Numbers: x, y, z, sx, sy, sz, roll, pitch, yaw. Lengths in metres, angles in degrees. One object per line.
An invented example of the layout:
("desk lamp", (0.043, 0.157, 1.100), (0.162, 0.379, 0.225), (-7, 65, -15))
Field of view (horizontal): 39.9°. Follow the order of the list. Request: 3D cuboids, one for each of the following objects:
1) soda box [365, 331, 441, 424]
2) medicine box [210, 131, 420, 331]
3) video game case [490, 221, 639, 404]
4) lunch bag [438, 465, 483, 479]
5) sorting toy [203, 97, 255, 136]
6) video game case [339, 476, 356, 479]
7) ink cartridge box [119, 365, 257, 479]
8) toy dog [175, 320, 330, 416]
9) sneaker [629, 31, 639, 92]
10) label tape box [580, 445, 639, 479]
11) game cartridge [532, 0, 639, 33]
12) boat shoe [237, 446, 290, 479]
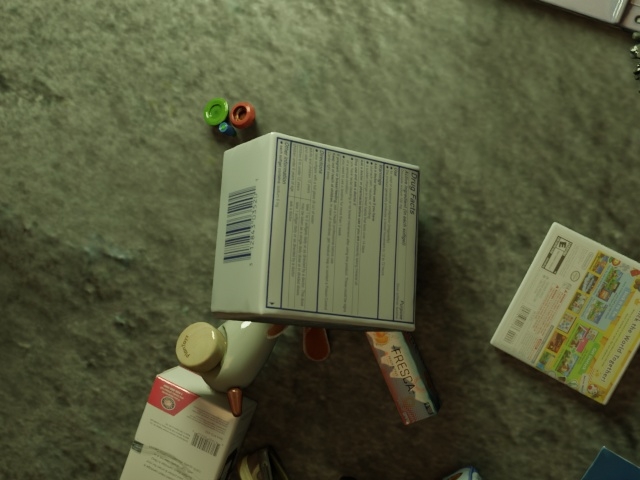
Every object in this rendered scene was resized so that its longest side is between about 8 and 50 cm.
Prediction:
("soda box", (0.138, 0.211, 1.487), (0.063, 0.058, 0.183), (-24, 88, 17))
("medicine box", (0.000, 0.000, 1.355), (0.149, 0.289, 0.264), (-10, 74, 54))
("video game case", (0.415, 0.116, 1.413), (0.206, 0.026, 0.227), (28, 101, 13))
("lunch bag", (0.159, 0.483, 1.376), (0.243, 0.303, 0.115), (-31, 89, 17))
("sorting toy", (-0.155, -0.214, 1.555), (0.102, 0.042, 0.061), (11, 82, 28))
("video game case", (0.026, 0.554, 1.437), (0.035, 0.275, 0.248), (5, 96, 6))
("ink cartridge box", (-0.241, 0.374, 1.594), (0.172, 0.100, 0.237), (23, 100, 14))
("toy dog", (-0.084, 0.172, 1.488), (0.334, 0.220, 0.161), (-46, 54, 24))
("sneaker", (0.559, -0.201, 1.300), (0.135, 0.097, 0.276), (-27, 93, 16))
("label tape box", (0.518, 0.475, 1.288), (0.333, 0.106, 0.241), (28, 145, 18))
("game cartridge", (0.386, -0.474, 1.356), (0.355, 0.068, 0.230), (23, 105, 14))
("boat shoe", (-0.062, 0.468, 1.559), (0.073, 0.080, 0.224), (-39, 79, 21))
